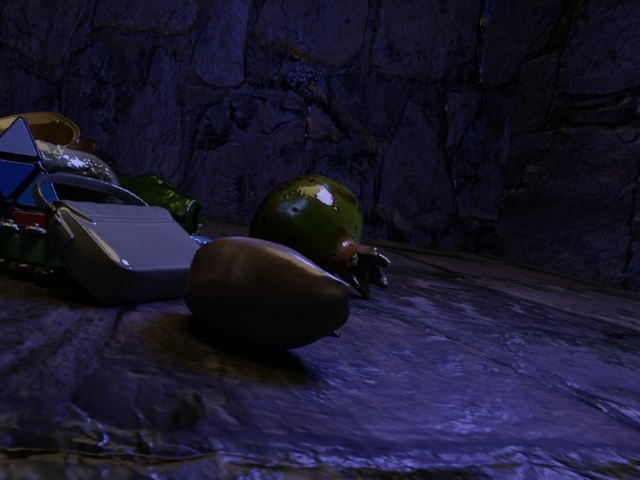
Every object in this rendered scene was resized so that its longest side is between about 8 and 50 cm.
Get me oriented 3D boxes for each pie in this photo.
[{"bbox_3d":[-0.556,-0.093,1.539,0.371,0.078,0.296,4,-30,-33],"label":"pie"}]

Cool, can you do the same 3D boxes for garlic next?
[{"bbox_3d":[-0.085,0.064,0.915,0.143,0.112,0.318,33,-14,-25],"label":"garlic"}]

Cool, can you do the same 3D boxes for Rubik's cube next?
[{"bbox_3d":[-0.552,-0.003,1.299,0.234,0.284,0.250,-20,56,-40],"label":"Rubik's cube"}]

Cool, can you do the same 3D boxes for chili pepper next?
[{"bbox_3d":[-0.409,-0.081,1.939,0.384,0.168,0.213,13,8,39],"label":"chili pepper"}]

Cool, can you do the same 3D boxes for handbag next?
[{"bbox_3d":[-0.288,-0.011,1.113,0.219,0.079,0.256,47,17,18],"label":"handbag"}]

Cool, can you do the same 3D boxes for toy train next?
[{"bbox_3d":[-0.400,0.018,1.152,0.193,0.081,0.125,9,-1,27],"label":"toy train"}]

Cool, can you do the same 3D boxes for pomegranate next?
[{"bbox_3d":[-0.017,0.002,1.506,0.230,0.231,0.286,7,33,-29],"label":"pomegranate"}]

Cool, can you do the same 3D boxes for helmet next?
[{"bbox_3d":[-0.609,-0.166,1.668,0.205,0.140,0.257,-13,30,-20],"label":"helmet"}]

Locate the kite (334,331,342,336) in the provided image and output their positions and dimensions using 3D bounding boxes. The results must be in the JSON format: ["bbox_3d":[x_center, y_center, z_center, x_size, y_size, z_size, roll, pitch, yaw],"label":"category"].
[{"bbox_3d":[-0.065,0.072,1.096,0.244,0.006,0.198,30,-4,24],"label":"kite"}]

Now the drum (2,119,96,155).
[{"bbox_3d":[-0.768,-0.169,1.926,0.430,0.214,0.431,6,-1,0],"label":"drum"}]

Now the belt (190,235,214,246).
[{"bbox_3d":[-0.225,0.030,1.322,0.147,0.082,0.163,12,2,42],"label":"belt"}]
